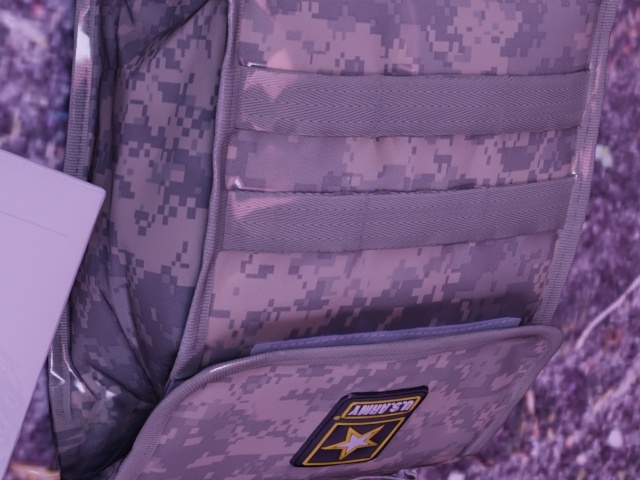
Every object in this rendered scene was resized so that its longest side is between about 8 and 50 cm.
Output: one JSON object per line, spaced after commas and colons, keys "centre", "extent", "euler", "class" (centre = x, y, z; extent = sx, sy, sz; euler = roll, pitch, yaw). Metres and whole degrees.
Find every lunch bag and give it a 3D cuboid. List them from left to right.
{"centre": [0.000, 0.000, 0.797], "extent": [0.235, 0.169, 0.287], "euler": [-3, 108, -34], "class": "lunch bag"}

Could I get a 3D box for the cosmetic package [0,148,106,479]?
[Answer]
{"centre": [-0.243, 0.039, 0.668], "extent": [0.224, 0.138, 0.225], "euler": [22, 83, -32], "class": "cosmetic package"}
